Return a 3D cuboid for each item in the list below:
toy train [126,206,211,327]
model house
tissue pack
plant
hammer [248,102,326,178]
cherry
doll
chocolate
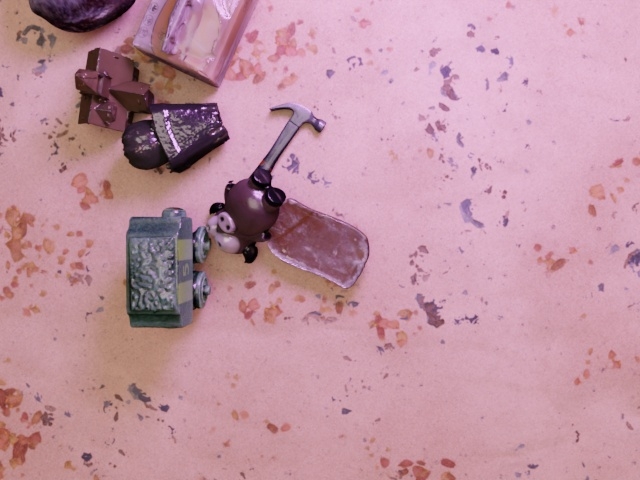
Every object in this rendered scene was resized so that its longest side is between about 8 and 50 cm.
[{"bbox_3d":[-0.359,0.069,1.419,0.166,0.238,0.299,-1,92,4],"label":"toy train"},{"bbox_3d":[-0.501,-0.356,1.396,0.176,0.248,0.181,10,94,0],"label":"model house"},{"bbox_3d":[-0.288,-0.553,1.394,0.238,0.238,0.306,26,93,0],"label":"tissue pack"},{"bbox_3d":[-0.356,-0.253,1.454,0.256,0.142,0.165,-17,92,-9],"label":"plant"},{"bbox_3d":[-0.123,-0.218,1.498,0.137,0.037,0.290,36,93,-1],"label":"hammer"},{"bbox_3d":[-0.560,-0.633,1.399,0.296,0.218,0.255,-39,98,8],"label":"cherry"},{"bbox_3d":[-0.181,-0.057,1.435,0.257,0.117,0.182,-41,79,36],"label":"doll"},{"bbox_3d":[0.000,0.001,1.486,0.253,0.080,0.157,25,108,2],"label":"chocolate"}]
